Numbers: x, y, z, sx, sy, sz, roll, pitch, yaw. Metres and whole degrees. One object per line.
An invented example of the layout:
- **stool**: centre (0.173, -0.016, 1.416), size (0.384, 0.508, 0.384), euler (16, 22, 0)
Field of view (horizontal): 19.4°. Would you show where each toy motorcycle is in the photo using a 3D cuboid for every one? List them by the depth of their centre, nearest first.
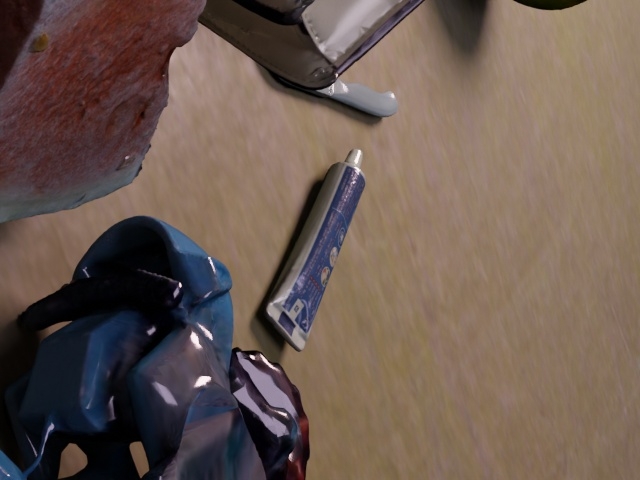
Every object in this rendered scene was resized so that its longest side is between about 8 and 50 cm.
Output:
- **toy motorcycle**: centre (-0.159, 0.124, 1.173), size (0.416, 0.172, 0.232), euler (-24, 100, -48)

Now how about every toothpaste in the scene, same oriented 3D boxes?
- **toothpaste**: centre (0.000, 0.000, 1.553), size (0.057, 0.035, 0.197), euler (50, 48, -36)

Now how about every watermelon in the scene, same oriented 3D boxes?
- **watermelon**: centre (-0.155, -0.137, 1.157), size (0.213, 0.201, 0.261), euler (-25, 111, -49)

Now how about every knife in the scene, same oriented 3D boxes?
- **knife**: centre (0.010, -0.133, 1.606), size (0.210, 0.015, 0.028), euler (13, 82, -57)

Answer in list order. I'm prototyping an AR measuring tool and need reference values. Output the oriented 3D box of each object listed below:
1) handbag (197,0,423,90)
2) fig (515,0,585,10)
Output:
- **handbag**: centre (0.030, -0.303, 1.305), size (0.358, 0.237, 0.160), euler (-42, 138, -16)
- **fig**: centre (0.193, -0.333, 1.829), size (0.233, 0.167, 0.167), euler (33, 49, -8)
